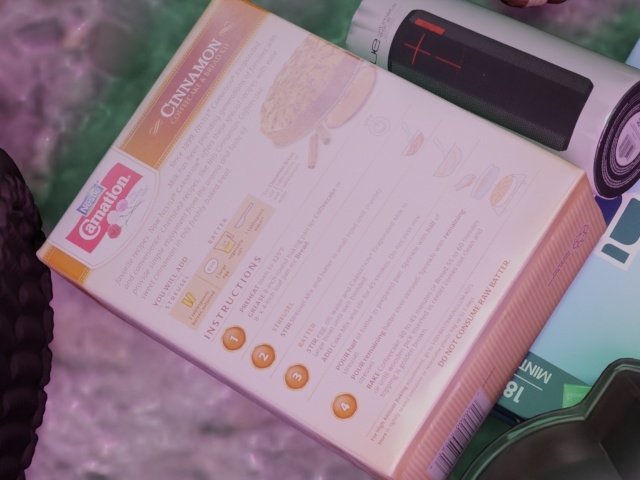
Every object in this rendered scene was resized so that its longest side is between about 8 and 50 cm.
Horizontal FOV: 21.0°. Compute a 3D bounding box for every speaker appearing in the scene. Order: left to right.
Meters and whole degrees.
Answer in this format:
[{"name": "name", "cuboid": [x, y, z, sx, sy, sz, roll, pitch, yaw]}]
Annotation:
[{"name": "speaker", "cuboid": [0.077, -0.068, 0.736, 0.136, 0.055, 0.055, 29, 80, 33]}]

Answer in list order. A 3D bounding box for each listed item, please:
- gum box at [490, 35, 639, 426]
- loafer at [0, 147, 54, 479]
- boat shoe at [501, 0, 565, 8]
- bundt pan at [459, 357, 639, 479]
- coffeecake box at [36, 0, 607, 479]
[{"name": "gum box", "cuboid": [0.165, 0.021, 0.742, 0.157, 0.041, 0.184, 29, 80, 10]}, {"name": "loafer", "cuboid": [-0.206, 0.127, 0.691, 0.130, 0.134, 0.366, 13, 78, 6]}, {"name": "boat shoe", "cuboid": [0.118, -0.228, 0.776, 0.095, 0.095, 0.257, 0, 77, -3]}, {"name": "bundt pan", "cuboid": [0.177, 0.199, 0.631, 0.331, 0.124, 0.330, 0, 88, 4]}, {"name": "coffeecake box", "cuboid": [0.000, 0.000, 0.720, 0.185, 0.068, 0.142, 30, 81, 24]}]
